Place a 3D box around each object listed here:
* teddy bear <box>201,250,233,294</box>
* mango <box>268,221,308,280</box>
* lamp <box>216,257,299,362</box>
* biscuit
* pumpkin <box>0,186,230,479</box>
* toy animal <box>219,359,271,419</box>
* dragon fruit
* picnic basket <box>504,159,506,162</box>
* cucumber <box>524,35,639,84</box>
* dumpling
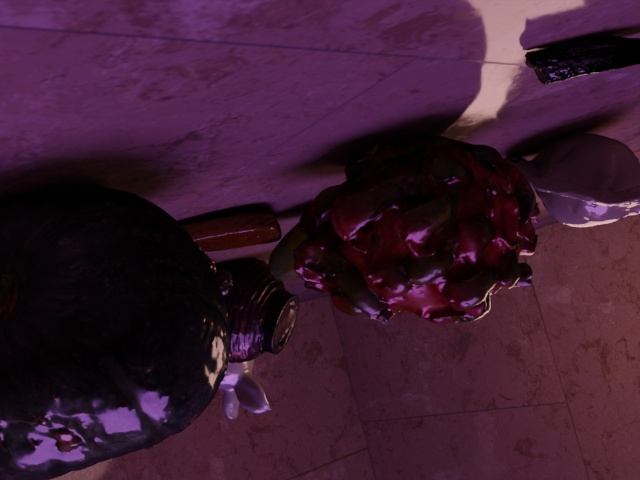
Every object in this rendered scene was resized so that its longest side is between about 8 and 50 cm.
[{"bbox_3d":[-0.242,0.072,1.155,0.182,0.129,0.251,26,-171,3],"label":"teddy bear"},{"bbox_3d":[0.000,0.000,1.176,0.194,0.092,0.130,-34,178,5],"label":"mango"},{"bbox_3d":[-0.175,0.157,1.629,0.247,0.247,0.247,-14,173,-2],"label":"lamp"},{"bbox_3d":[-0.155,-0.009,1.115,0.186,0.036,0.192,-12,173,-1],"label":"biscuit"},{"bbox_3d":[-0.264,0.095,0.729,0.327,0.291,0.257,-27,150,-5],"label":"pumpkin"},{"bbox_3d":[-0.232,0.277,1.907,0.241,0.368,0.196,5,160,-33],"label":"toy animal"},{"bbox_3d":[0.116,-0.011,0.899,0.302,0.231,0.237,-4,-176,1],"label":"dragon fruit"},{"bbox_3d":[0.283,-0.077,1.265,0.164,0.079,0.115,-19,171,35],"label":"picnic basket"},{"bbox_3d":[0.256,-0.175,0.681,0.134,0.033,0.034,-15,140,-5],"label":"cucumber"},{"bbox_3d":[0.386,-0.093,1.114,0.193,0.147,0.258,3,-164,-22],"label":"dumpling"}]
